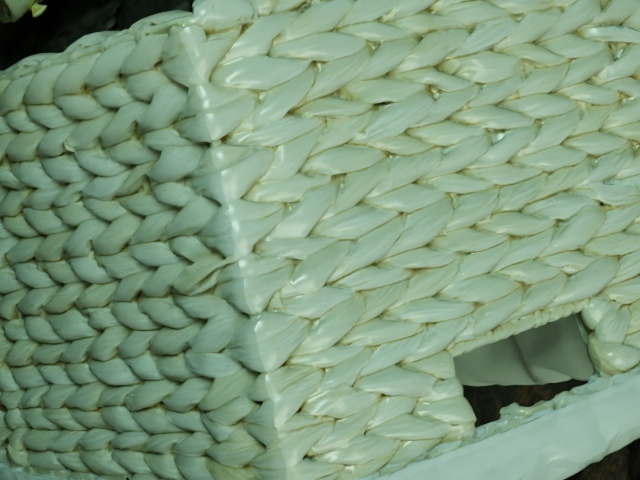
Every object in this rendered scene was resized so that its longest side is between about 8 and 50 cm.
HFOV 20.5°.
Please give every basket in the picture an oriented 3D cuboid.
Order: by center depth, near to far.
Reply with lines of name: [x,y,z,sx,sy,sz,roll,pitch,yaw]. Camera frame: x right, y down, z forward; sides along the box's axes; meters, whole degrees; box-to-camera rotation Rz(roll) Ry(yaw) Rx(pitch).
basket: [0.000,0.000,0.969,0.328,0.331,0.266,-17,95,-34]

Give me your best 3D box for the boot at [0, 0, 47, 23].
boot: [-0.097,-0.183,0.963,0.203,0.095,0.262,-45,138,-8]
